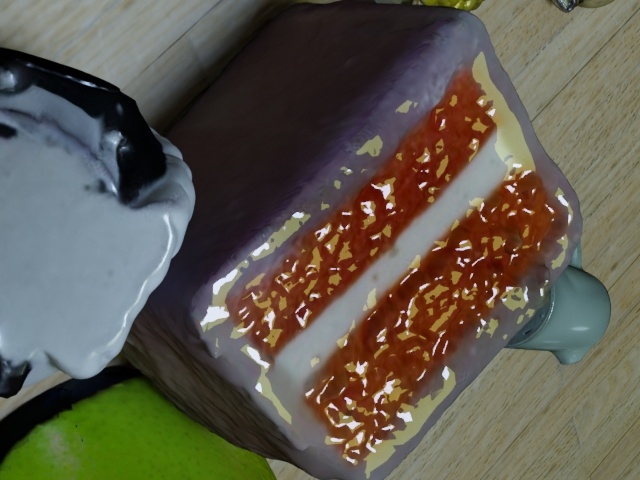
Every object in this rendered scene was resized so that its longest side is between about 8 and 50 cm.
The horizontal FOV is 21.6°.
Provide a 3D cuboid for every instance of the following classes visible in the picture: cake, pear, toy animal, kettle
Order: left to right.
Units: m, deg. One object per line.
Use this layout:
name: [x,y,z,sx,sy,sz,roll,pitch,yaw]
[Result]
toy animal: [-0.196,-0.017,1.052,0.204,0.208,0.156,-62,-173,5]
pear: [-0.155,0.308,1.307,0.399,0.165,0.399,-28,132,-36]
cake: [0.000,0.000,1.211,0.309,0.230,0.237,-46,119,-16]
kettle: [0.213,0.052,1.653,0.098,0.127,0.148,-39,153,24]

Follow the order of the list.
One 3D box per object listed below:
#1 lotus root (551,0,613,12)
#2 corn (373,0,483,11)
lotus root: [0.269,-0.263,1.528,0.152,0.063,0.072,-50,132,-9]
corn: [0.148,-0.272,1.345,0.305,0.106,0.106,-40,138,-29]
